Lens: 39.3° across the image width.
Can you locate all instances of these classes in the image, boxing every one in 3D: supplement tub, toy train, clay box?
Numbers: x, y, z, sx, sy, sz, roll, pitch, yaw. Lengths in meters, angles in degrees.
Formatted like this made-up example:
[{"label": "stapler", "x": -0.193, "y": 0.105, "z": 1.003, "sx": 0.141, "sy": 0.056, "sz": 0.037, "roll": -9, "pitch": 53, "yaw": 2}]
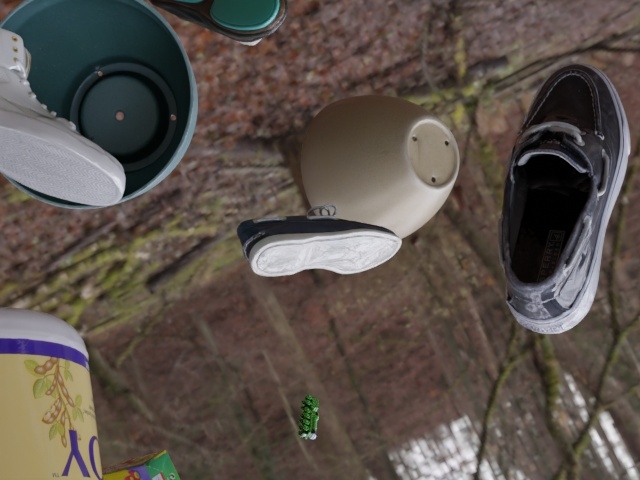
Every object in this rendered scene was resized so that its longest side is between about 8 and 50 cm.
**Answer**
[{"label": "supplement tub", "x": -0.305, "y": 0.246, "z": 0.767, "sx": 0.241, "sy": 0.331, "sz": 0.241, "roll": -12, "pitch": 159, "yaw": -5}, {"label": "toy train", "x": -0.014, "y": 0.226, "z": 1.147, "sx": 0.017, "sy": 0.024, "sz": 0.083, "roll": -57, "pitch": -169, "yaw": 22}, {"label": "clay box", "x": -0.288, "y": 0.398, "z": 1.344, "sx": 0.222, "sy": 0.127, "sz": 0.053, "roll": -24, "pitch": -178, "yaw": 37}]

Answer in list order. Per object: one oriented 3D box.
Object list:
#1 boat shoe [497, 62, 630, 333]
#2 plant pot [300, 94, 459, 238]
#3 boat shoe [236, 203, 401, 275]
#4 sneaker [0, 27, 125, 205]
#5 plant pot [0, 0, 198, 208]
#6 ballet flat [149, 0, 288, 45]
[{"label": "boat shoe", "x": 0.225, "y": -0.066, "z": 0.854, "sx": 0.108, "sy": 0.102, "sz": 0.301, "roll": 5, "pitch": -119, "yaw": 28}, {"label": "plant pot", "x": 0.133, "y": -0.136, "z": 1.598, "sx": 0.284, "sy": 0.284, "sz": 0.191, "roll": -27, "pitch": -170, "yaw": -37}, {"label": "boat shoe", "x": 0.000, "y": 0.000, "z": 1.294, "sx": 0.255, "sy": 0.079, "sz": 0.095, "roll": -6, "pitch": 136, "yaw": -29}, {"label": "sneaker", "x": -0.351, "y": -0.165, "z": 1.068, "sx": 0.108, "sy": 0.293, "sz": 0.169, "roll": -46, "pitch": -155, "yaw": 46}, {"label": "plant pot", "x": -0.302, "y": -0.186, "z": 1.251, "sx": 0.293, "sy": 0.293, "sz": 0.196, "roll": -27, "pitch": 178, "yaw": 3}, {"label": "ballet flat", "x": -0.131, "y": -0.331, "z": 1.259, "sx": 0.095, "sy": 0.280, "sz": 0.096, "roll": -59, "pitch": 144, "yaw": -3}]
